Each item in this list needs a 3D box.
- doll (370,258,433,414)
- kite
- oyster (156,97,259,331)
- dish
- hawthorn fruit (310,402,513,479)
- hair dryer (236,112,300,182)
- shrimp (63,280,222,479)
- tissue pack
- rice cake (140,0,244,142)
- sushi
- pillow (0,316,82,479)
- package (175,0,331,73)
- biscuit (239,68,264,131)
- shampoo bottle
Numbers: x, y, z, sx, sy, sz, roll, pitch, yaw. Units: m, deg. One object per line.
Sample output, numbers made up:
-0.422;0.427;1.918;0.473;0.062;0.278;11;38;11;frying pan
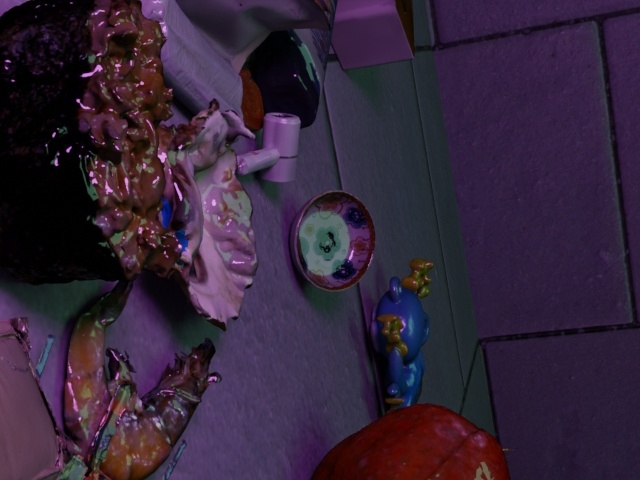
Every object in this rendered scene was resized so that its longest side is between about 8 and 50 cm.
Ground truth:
0.143;0.201;1.656;0.346;0.099;0.341;-65;156;-55;doll
-0.168;0.170;0.642;0.183;0.010;0.160;50;47;-36;kite
-0.116;-0.017;0.848;0.214;0.083;0.222;-42;128;-67;oyster
0.000;0.000;1.277;0.141;0.078;0.141;-1;92;-37;dish
0.115;0.338;1.164;0.261;0.258;0.258;-66;152;-20;hawthorn fruit
-0.071;-0.106;1.100;0.137;0.047;0.081;-29;128;-60;hair dryer
-0.146;0.106;0.752;0.217;0.051;0.150;-46;120;-65;shrimp
0.087;-0.456;1.654;0.159;0.136;0.246;55;31;-57;tissue pack
-0.133;-0.175;0.933;0.222;0.042;0.080;43;46;-67;rice cake
-0.169;-0.078;0.630;0.147;0.115;0.212;42;44;-67;sushi
-0.211;0.114;0.504;0.208;0.053;0.119;-19;97;-74;pillow
-0.085;-0.332;0.950;0.311;0.165;0.221;39;46;-68;package
-0.092;-0.173;1.119;0.091;0.015;0.078;16;66;-73;biscuit
-0.031;-0.313;1.285;0.359;0.078;0.134;-81;154;-43;shampoo bottle
